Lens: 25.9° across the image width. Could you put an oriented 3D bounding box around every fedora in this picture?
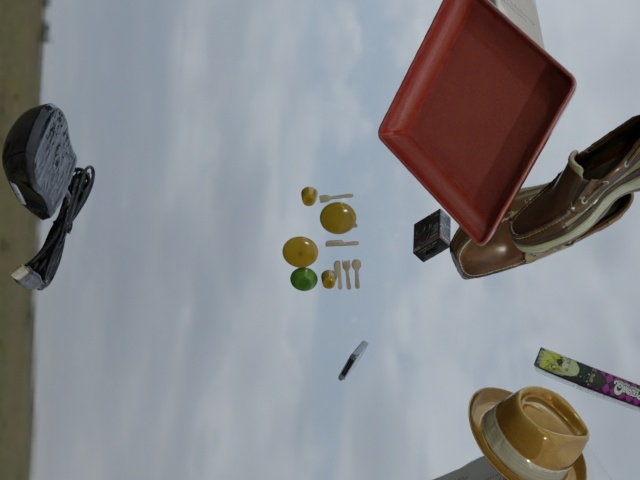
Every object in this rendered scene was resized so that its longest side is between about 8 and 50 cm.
[{"bbox_3d":[0.288,0.251,1.832,0.079,0.194,0.194,-51,-149,34],"label":"fedora"}]

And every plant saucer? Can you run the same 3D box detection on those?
[{"bbox_3d":[0.208,-0.169,1.807,0.259,0.047,0.258,50,-54,37],"label":"plant saucer"}]

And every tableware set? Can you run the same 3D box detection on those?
[{"bbox_3d":[0.000,0.000,1.844,0.024,0.104,0.154,-86,171,-60],"label":"tableware set"}]

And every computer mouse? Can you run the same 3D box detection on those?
[{"bbox_3d":[-0.340,-0.048,1.622,0.262,0.060,0.184,83,25,-72],"label":"computer mouse"}]

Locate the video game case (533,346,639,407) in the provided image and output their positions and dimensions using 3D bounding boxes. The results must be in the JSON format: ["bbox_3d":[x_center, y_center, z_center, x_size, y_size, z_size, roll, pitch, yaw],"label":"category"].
[{"bbox_3d":[0.479,0.247,2.442,0.232,0.210,0.042,38,73,-77],"label":"video game case"}]

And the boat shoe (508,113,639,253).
[{"bbox_3d":[0.348,-0.084,1.844,0.257,0.095,0.095,-36,-140,15],"label":"boat shoe"}]

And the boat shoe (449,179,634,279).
[{"bbox_3d":[0.369,-0.033,2.295,0.123,0.324,0.120,64,-6,-16],"label":"boat shoe"}]

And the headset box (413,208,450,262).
[{"bbox_3d":[0.193,-0.006,2.409,0.062,0.032,0.083,-32,-148,31],"label":"headset box"}]

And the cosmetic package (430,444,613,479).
[{"bbox_3d":[0.282,0.538,1.960,0.329,0.327,0.394,-29,-162,30],"label":"cosmetic package"}]

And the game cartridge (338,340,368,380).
[{"bbox_3d":[0.064,0.230,2.679,0.056,0.017,0.083,-39,163,-46],"label":"game cartridge"}]

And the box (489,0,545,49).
[{"bbox_3d":[0.346,-0.404,2.725,0.121,0.148,0.311,-40,-152,28],"label":"box"}]
